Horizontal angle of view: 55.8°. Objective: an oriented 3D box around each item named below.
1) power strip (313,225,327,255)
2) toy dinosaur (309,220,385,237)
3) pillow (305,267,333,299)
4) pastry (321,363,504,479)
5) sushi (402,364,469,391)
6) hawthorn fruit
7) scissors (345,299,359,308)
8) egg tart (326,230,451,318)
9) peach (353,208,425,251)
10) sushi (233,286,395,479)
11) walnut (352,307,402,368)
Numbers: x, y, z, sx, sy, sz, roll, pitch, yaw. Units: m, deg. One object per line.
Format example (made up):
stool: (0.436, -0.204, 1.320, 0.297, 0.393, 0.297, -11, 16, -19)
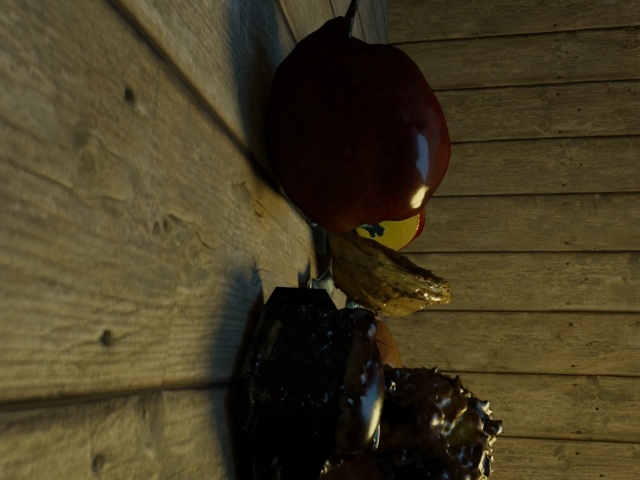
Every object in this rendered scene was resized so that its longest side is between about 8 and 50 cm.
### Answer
power strip: (0.000, 0.000, 1.389, 0.017, 0.027, 0.083, -65, 153, -60)
toy dinosaur: (0.102, -0.070, 1.423, 0.329, 0.144, 0.076, -45, 173, -47)
pillow: (-0.003, 0.114, 1.285, 0.091, 0.055, 0.136, -60, 172, 12)
pastry: (0.101, 0.393, 1.049, 0.292, 0.405, 0.337, 56, 32, -1)
sushi: (0.180, 0.506, 1.486, 0.396, 0.351, 0.240, -57, 155, -48)
hawthorn fruit: (0.049, -0.171, 0.992, 0.325, 0.308, 0.308, 46, 30, -22)
scissors: (0.120, 0.288, 2.002, 0.393, 0.032, 0.180, 77, 16, -45)
egg tart: (0.145, 0.089, 1.473, 0.150, 0.352, 0.352, -62, 173, 9)
peach: (0.201, -0.109, 1.974, 0.245, 0.249, 0.274, 43, -20, 55)
sushi: (0.000, 0.214, 0.886, 0.227, 0.212, 0.215, -62, 151, -66)
walnut: (0.086, 0.271, 1.407, 0.297, 0.203, 0.203, -104, -178, -46)
